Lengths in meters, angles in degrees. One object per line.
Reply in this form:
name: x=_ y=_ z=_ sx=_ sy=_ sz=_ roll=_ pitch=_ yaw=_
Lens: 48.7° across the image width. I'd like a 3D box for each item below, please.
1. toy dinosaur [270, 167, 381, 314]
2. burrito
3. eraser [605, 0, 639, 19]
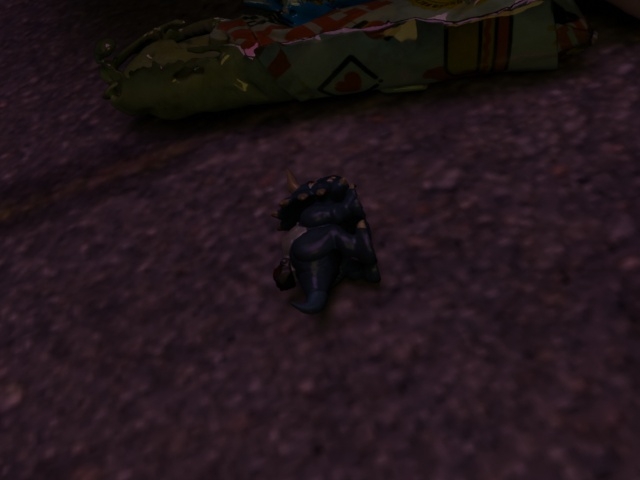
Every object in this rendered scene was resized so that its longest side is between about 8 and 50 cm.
toy dinosaur: x=0.000 y=0.000 z=0.326 sx=0.047 sy=0.030 sz=0.083 roll=-15 pitch=46 yaw=6
burrito: x=0.007 y=-0.126 z=0.419 sx=0.288 sy=0.054 sz=0.104 roll=-6 pitch=48 yaw=12
eraser: x=0.189 y=-0.286 z=0.434 sx=0.078 sy=0.144 sz=0.343 roll=19 pitch=46 yaw=-17
